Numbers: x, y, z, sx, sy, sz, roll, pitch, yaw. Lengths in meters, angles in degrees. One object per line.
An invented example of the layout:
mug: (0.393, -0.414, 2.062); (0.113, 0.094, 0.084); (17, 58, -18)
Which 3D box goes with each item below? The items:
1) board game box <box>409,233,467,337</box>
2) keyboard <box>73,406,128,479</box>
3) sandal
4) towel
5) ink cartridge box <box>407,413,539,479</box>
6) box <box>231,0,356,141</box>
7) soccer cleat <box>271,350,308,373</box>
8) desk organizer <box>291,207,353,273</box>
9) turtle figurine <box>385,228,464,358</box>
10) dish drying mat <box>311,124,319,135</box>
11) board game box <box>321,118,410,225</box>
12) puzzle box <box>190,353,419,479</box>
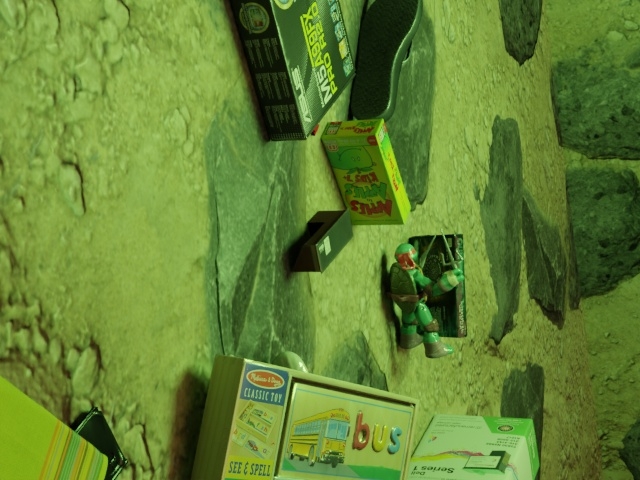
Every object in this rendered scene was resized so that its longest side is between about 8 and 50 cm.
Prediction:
board game box: (0.214, 0.082, 1.946); (0.026, 0.126, 0.186); (-1, 89, -35)
keyboard: (-0.249, 0.259, 1.048); (0.180, 0.023, 0.108); (-54, 131, -51)
sandal: (0.107, -0.305, 1.768); (0.054, 0.097, 0.255); (39, 65, -58)
towel: (-0.278, 0.191, 0.967); (0.237, 0.021, 0.102); (53, 36, -43)
ink cartridge box: (0.273, 0.445, 1.974); (0.278, 0.201, 0.117); (-46, 129, -57)
box: (-0.037, -0.306, 1.477); (0.216, 0.060, 0.270); (-57, 140, -51)
soccer cleat: (-0.049, 0.250, 1.439); (0.076, 0.068, 0.196); (-6, 98, -62)
desk organizer: (0.000, 0.000, 1.564); (0.130, 0.050, 0.047); (-48, 132, -56)
turtle figurine: (0.173, 0.084, 1.878); (0.175, 0.118, 0.234); (-140, -139, -67)
dish drying mat: (-0.004, -0.199, 1.612); (0.032, 0.008, 0.083); (59, 38, -46)
board game box: (0.074, -0.105, 1.678); (0.043, 0.092, 0.181); (-66, 146, -43)
puzzle box: (-0.013, 0.312, 1.397); (0.409, 0.052, 0.272); (21, 76, -51)
